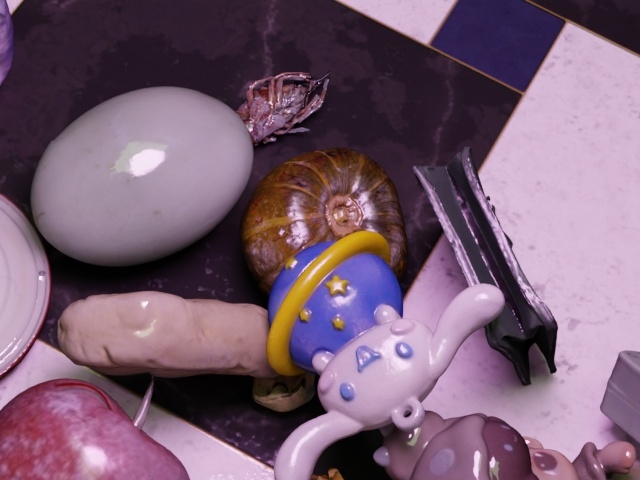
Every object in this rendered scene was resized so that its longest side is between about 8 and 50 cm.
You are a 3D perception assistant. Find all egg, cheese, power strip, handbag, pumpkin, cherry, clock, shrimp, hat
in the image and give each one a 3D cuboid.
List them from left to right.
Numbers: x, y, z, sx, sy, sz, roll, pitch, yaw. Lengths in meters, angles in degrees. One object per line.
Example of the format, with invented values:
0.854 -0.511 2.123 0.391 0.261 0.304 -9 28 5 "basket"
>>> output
-0.479 0.052 1.890 0.318 0.080 0.318 3 61 -6 "clock"
-0.258 0.267 1.728 0.236 0.213 0.285 26 74 31 "cherry"
-0.214 -0.078 1.926 0.283 0.203 0.203 -23 66 -16 "egg"
-0.169 0.108 1.802 0.263 0.159 0.093 10 76 -48 "cheese"
-0.052 -0.176 2.082 0.190 0.074 0.073 -31 37 -33 "shrimp"
-0.041 0.169 1.895 0.076 0.059 0.077 -13 46 24 "hat"
0.000 0.000 1.948 0.219 0.162 0.219 9 71 -28 "pumpkin"
0.205 0.034 1.894 0.079 0.260 0.247 -25 69 6 "handbag"
0.494 0.201 1.849 0.261 0.141 0.229 11 16 -25 "power strip"

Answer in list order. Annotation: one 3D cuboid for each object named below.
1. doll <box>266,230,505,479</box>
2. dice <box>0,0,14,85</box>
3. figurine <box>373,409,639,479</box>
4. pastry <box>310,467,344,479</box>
0.025 0.137 1.772 0.243 0.159 0.311 34 79 18 "doll"
-0.552 -0.276 1.952 0.270 0.270 0.271 -33 71 -22 "dice"
0.242 0.301 1.794 0.381 0.203 0.248 1 69 -20 "figurine"
-0.054 0.344 1.744 0.250 0.154 0.102 -23 47 -20 "pastry"
